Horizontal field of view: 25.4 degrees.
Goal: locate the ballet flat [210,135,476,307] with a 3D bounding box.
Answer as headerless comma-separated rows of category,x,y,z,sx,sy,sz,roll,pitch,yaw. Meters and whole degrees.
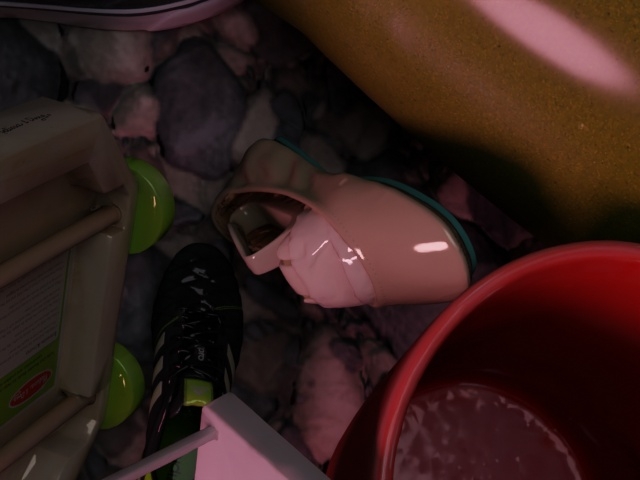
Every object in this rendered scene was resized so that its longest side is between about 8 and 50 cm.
ballet flat,0.000,0.000,0.838,0.086,0.248,0.086,-6,105,-24

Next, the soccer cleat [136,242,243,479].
soccer cleat,-0.077,0.084,0.872,0.060,0.072,0.179,11,73,-13

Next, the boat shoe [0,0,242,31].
boat shoe,-0.162,-0.202,0.905,0.301,0.102,0.108,-2,77,-17

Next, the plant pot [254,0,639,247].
plant pot,0.156,-0.173,0.873,0.353,0.366,0.366,28,70,1

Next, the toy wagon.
toy wagon,-0.179,0.103,0.752,0.068,0.267,0.344,18,112,15

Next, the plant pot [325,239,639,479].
plant pot,0.123,0.157,0.816,0.275,0.243,0.275,3,77,-14

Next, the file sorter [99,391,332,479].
file sorter,-0.058,0.258,0.675,0.173,0.277,0.193,-24,47,-36
